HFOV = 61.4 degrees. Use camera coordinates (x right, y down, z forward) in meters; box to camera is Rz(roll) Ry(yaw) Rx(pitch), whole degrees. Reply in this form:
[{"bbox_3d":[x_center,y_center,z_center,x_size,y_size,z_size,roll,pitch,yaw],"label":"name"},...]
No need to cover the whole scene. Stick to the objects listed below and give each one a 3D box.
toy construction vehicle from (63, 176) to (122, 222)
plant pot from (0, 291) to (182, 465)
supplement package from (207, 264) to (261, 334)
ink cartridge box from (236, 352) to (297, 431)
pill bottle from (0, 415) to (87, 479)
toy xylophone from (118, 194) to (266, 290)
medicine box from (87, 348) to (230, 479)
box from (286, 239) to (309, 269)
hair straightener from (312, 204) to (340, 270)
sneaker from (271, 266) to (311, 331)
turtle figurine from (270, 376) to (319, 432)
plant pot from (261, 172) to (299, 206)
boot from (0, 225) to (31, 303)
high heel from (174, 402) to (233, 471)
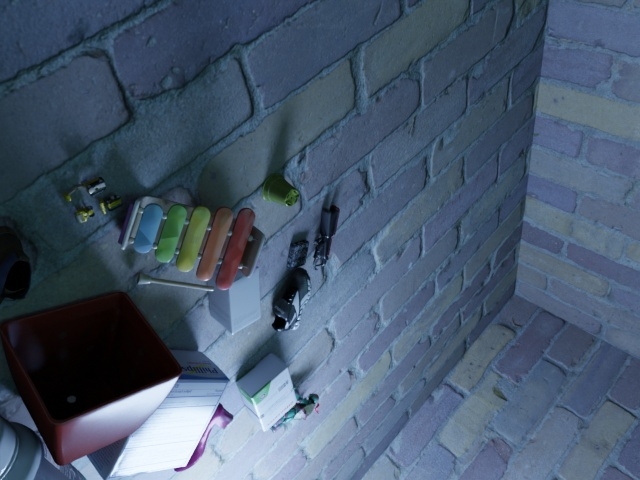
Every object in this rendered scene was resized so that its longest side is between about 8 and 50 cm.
[{"bbox_3d":[-0.458,-0.086,1.085,0.098,0.035,0.086,-35,149,-27],"label":"toy construction vehicle"},{"bbox_3d":[-0.495,0.308,1.150,0.267,0.267,0.236,-16,139,-44],"label":"plant pot"},{"bbox_3d":[-0.234,0.141,1.461,0.105,0.105,0.180,-28,135,-36],"label":"supplement package"},{"bbox_3d":[-0.177,0.511,1.812,0.160,0.092,0.220,-37,140,-28],"label":"ink cartridge box"},{"bbox_3d":[-0.653,0.513,1.130,0.204,0.204,0.361,-40,141,-25],"label":"pill bottle"},{"bbox_3d":[-0.295,0.018,1.235,0.322,0.081,0.237,7,108,-24],"label":"toy xylophone"},{"bbox_3d":[-0.425,0.444,1.407,0.263,0.149,0.290,22,97,-55],"label":"medicine box"},{"bbox_3d":[-0.070,0.043,1.666,0.067,0.018,0.083,-17,128,-44],"label":"box"},{"bbox_3d":[0.000,0.000,1.709,0.089,0.047,0.231,-17,132,-44],"label":"hair straightener"},{"bbox_3d":[-0.097,0.196,1.691,0.106,0.078,0.235,-15,129,-48],"label":"sneaker"},{"bbox_3d":[-0.088,0.607,1.982,0.234,0.118,0.175,-30,136,-27],"label":"turtle figurine"},{"bbox_3d":[-0.101,-0.128,1.449,0.083,0.079,0.083,-31,137,-35],"label":"plant pot"},{"bbox_3d":[-0.594,0.093,0.978,0.082,0.106,0.219,10,107,-53],"label":"boot"},{"bbox_3d":[-0.387,0.595,1.653,0.244,0.082,0.117,-44,115,0],"label":"high heel"}]
